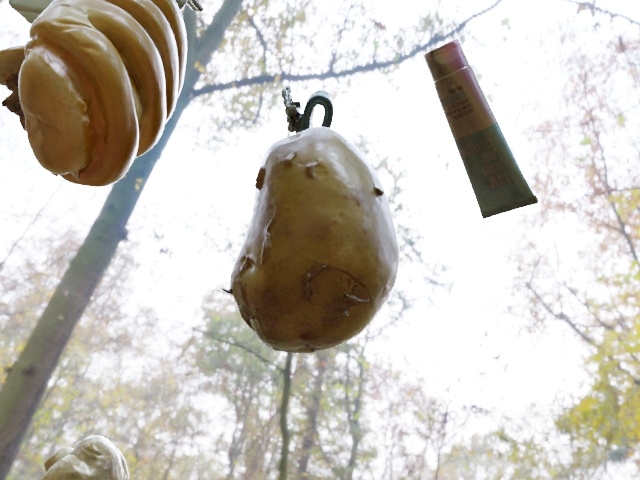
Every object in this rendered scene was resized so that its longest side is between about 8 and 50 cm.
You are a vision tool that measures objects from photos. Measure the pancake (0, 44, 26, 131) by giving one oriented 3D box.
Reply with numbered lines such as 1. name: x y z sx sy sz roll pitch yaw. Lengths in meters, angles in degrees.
1. pancake: -0.330 -0.222 0.973 0.212 0.056 0.257 -35 -18 -4

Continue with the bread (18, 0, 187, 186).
1. bread: -0.143 -0.112 0.479 0.084 0.177 0.119 7 -52 -1

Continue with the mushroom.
1. mushroom: -0.345 0.352 1.006 0.112 0.148 0.148 40 -27 30

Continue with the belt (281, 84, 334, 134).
1. belt: -0.029 -0.194 1.313 0.100 0.065 0.179 8 -67 4

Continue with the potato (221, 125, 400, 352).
1. potato: 0.000 0.000 0.534 0.137 0.176 0.137 9 -10 2

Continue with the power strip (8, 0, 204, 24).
1. power strip: -0.297 -0.397 1.039 0.261 0.229 0.141 16 -11 27

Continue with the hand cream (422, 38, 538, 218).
1. hand cream: 0.265 -0.187 1.208 0.111 0.070 0.312 -21 -83 40
